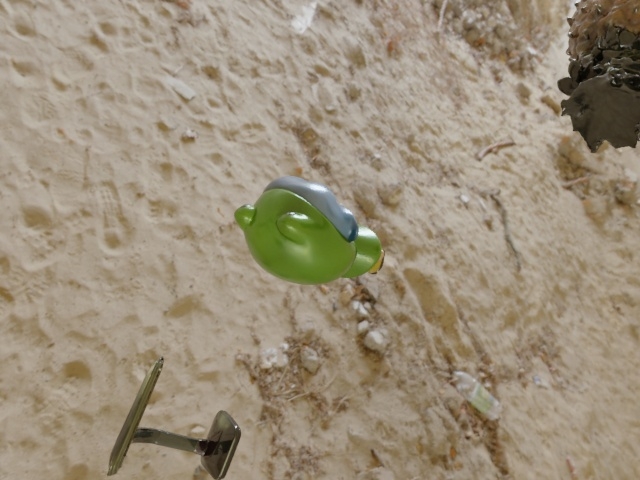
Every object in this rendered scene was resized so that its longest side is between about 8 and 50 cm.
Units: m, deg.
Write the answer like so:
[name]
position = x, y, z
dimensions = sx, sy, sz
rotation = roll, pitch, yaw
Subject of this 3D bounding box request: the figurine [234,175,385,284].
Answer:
[figurine]
position = 0.000, 0.000, 0.774
dimensions = 0.263, 0.162, 0.143
rotation = 23, 86, -51

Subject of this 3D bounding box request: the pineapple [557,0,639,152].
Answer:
[pineapple]
position = 0.345, -0.200, 0.601
dimensions = 0.158, 0.157, 0.279
rotation = 42, 60, -15

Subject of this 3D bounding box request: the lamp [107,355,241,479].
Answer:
[lamp]
position = -0.263, 0.333, 1.006
dimensions = 0.283, 0.124, 0.203
rotation = 31, 79, -45
